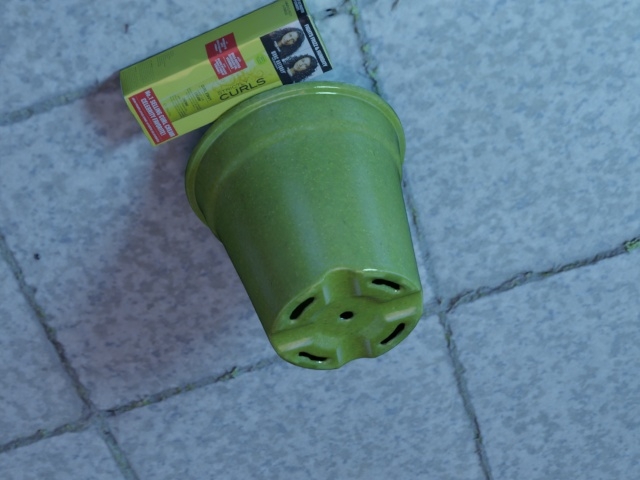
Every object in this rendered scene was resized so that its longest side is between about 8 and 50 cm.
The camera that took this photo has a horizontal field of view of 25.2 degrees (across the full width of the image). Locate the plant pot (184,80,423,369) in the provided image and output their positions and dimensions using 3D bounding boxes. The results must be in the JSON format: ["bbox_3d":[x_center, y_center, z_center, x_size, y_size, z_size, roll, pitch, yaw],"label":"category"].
[{"bbox_3d":[0.000,0.000,1.670,0.276,0.254,0.276,-11,141,-9],"label":"plant pot"}]

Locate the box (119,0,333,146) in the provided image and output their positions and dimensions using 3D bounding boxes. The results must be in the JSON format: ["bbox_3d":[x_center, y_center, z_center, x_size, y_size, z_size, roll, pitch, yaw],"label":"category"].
[{"bbox_3d":[-0.109,-0.196,1.652,0.232,0.058,0.087,-22,130,5],"label":"box"}]
